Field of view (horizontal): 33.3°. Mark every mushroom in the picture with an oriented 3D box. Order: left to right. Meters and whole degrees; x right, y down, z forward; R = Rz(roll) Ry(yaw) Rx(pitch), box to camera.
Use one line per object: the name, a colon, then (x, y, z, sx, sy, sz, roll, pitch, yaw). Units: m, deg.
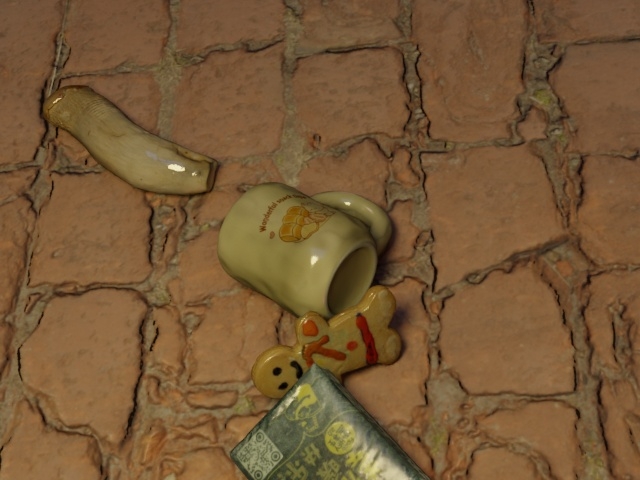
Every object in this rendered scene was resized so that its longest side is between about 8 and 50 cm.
mushroom: (-0.333, -0.170, 1.849, 0.351, 0.095, 0.123, 30, 51, 22)

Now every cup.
cup: (-0.008, 0.019, 1.664, 0.202, 0.255, 0.173, 28, 107, 30)

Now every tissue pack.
tissue pack: (0.018, 0.324, 1.476, 0.185, 0.081, 0.257, -47, 64, 4)

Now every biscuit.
biscuit: (0.011, 0.165, 1.564, 0.234, 0.153, 0.030, -20, 28, -13)
